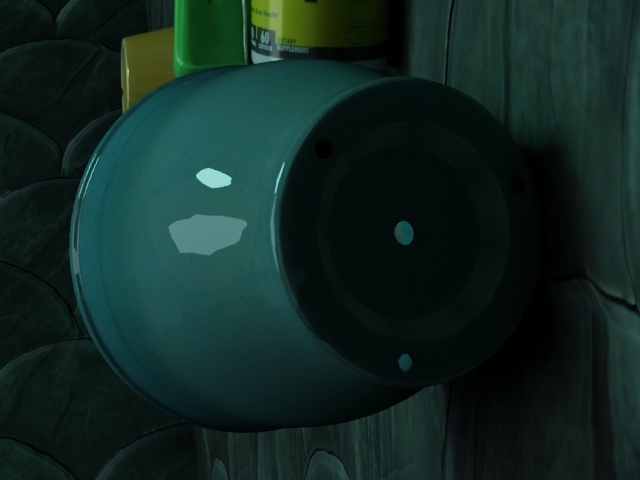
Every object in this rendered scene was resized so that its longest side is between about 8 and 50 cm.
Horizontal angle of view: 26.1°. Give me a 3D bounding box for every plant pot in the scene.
[{"bbox_3d":[0.000,0.000,0.906,0.255,0.271,0.272,174,94,-65],"label":"plant pot"},{"bbox_3d":[-0.156,-0.194,1.752,0.205,0.187,0.205,177,90,-78],"label":"plant pot"}]

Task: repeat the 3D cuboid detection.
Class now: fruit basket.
[{"bbox_3d":[-0.050,-0.229,1.416,0.353,0.165,0.327,68,-163,-61],"label":"fruit basket"}]

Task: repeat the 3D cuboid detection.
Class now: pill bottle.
[{"bbox_3d":[0.001,-0.247,1.147,0.119,0.119,0.209,-126,35,-70],"label":"pill bottle"}]
